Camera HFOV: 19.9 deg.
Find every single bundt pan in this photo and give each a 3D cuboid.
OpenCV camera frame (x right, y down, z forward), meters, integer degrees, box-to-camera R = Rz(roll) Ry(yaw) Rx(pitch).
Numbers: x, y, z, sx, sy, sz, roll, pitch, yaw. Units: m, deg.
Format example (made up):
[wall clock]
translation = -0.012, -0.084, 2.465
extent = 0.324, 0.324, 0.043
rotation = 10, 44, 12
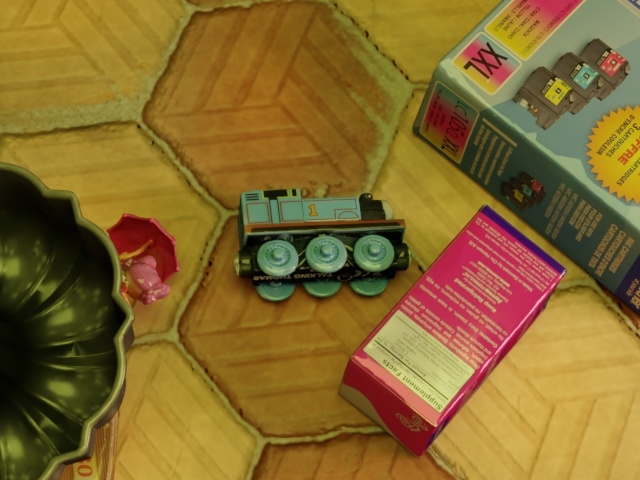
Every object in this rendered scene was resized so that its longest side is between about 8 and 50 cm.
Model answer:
[bundt pan]
translation = -0.317, 0.101, 1.641
extent = 0.331, 0.124, 0.331
rotation = -2, 72, 7

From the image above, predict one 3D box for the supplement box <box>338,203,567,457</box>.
[supplement box]
translation = 0.130, 0.090, 1.816
extent = 0.114, 0.111, 0.220
rotation = 40, 69, 10

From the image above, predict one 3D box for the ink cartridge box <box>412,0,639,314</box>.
[ink cartridge box]
translation = 0.337, -0.110, 1.906
extent = 0.395, 0.151, 0.270
rotation = 41, 69, 10

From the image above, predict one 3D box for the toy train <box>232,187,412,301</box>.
[toy train]
translation = 0.000, 0.000, 1.862
extent = 0.184, 0.080, 0.105
rotation = -3, 61, -7

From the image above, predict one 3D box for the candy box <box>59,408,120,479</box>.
[candy box]
translation = -0.354, 0.209, 1.727
extent = 0.316, 0.087, 0.183
rotation = 4, 66, -3

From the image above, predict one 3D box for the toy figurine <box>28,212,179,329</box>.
[toy figurine]
translation = -0.212, 0.034, 1.799
extent = 0.159, 0.130, 0.173
rotation = -13, 45, -21
